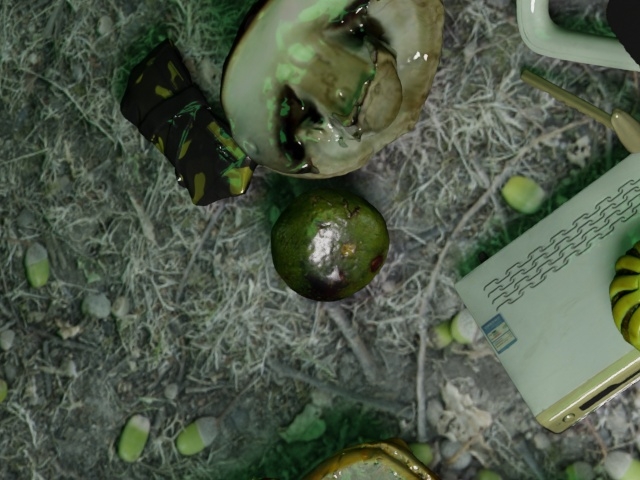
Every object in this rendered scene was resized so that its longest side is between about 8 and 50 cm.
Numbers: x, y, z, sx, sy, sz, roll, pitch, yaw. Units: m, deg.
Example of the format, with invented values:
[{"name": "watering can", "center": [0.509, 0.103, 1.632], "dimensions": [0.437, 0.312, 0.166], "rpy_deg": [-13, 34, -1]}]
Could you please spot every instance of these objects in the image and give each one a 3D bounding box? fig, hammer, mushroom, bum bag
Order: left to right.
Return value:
[{"name": "bum bag", "center": [-0.151, -0.128, 2.073], "dimensions": [0.106, 0.060, 0.232], "rpy_deg": [-48, 58, 18]}, {"name": "fig", "center": [0.000, 0.000, 1.932], "dimensions": [0.123, 0.123, 0.156], "rpy_deg": [-60, 24, 0]}, {"name": "mushroom", "center": [0.022, -0.186, 1.943], "dimensions": [0.190, 0.164, 0.267], "rpy_deg": [14, 85, 34]}, {"name": "hammer", "center": [0.258, -0.144, 1.847], "dimensions": [0.028, 0.060, 0.195], "rpy_deg": [-52, 40, -1]}]

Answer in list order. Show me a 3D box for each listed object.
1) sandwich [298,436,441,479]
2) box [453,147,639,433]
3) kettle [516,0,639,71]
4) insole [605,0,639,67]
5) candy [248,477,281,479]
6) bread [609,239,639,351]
[{"name": "sandwich", "center": [0.022, 0.361, 1.777], "dimensions": [0.301, 0.099, 0.271], "rpy_deg": [-32, 85, 15]}, {"name": "box", "center": [0.287, 0.039, 1.804], "dimensions": [0.270, 0.045, 0.211], "rpy_deg": [-38, 61, 13]}, {"name": "kettle", "center": [0.278, -0.330, 1.833], "dimensions": [0.318, 0.205, 0.265], "rpy_deg": [14, 79, 27]}, {"name": "insole", "center": [0.386, -0.121, 1.748], "dimensions": [0.109, 0.007, 0.322], "rpy_deg": [-41, 81, 39]}, {"name": "candy", "center": [0.037, 0.288, 1.847], "dimensions": [0.288, 0.078, 0.084], "rpy_deg": [-1, 64, 22]}, {"name": "bread", "center": [0.340, 0.046, 1.711], "dimensions": [0.139, 0.071, 0.130], "rpy_deg": [-30, 60, 16]}]
